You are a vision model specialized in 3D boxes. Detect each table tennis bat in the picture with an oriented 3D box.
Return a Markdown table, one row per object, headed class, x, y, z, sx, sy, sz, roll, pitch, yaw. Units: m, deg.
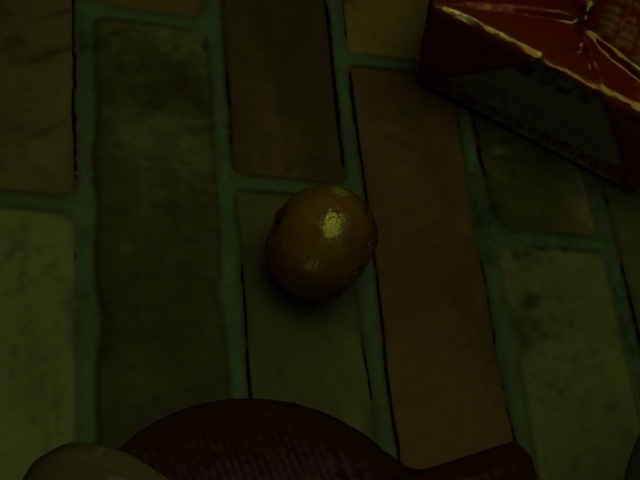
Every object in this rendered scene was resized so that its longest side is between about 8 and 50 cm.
| class | x | y | z | sx | sy | sz | roll | pitch | yaw |
| --- | --- | --- | --- | --- | --- | --- | --- | --- | --- |
| table tennis bat | -0.003 | 0.179 | 0.948 | 0.310 | 0.038 | 0.200 | -11 | 61 | -25 |

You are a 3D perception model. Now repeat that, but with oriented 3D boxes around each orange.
| class | x | y | z | sx | sy | sz | roll | pitch | yaw |
| --- | --- | --- | --- | --- | --- | --- | --- | --- | --- |
| orange | 0.000 | 0.000 | 1.047 | 0.070 | 0.083 | 0.083 | 36 | 52 | -7 |

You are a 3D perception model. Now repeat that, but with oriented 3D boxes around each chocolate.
| class | x | y | z | sx | sy | sz | roll | pitch | yaw |
| --- | --- | --- | --- | --- | --- | --- | --- | --- | --- |
| chocolate | 0.211 | -0.180 | 1.232 | 0.234 | 0.108 | 0.237 | 27 | 53 | -1 |

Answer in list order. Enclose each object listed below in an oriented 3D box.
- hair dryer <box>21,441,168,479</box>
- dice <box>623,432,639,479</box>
| class | x | y | z | sx | sy | sz | roll | pitch | yaw |
| --- | --- | --- | --- | --- | --- | --- | --- | --- | --- |
| hair dryer | -0.241 | 0.137 | 0.787 | 0.344 | 0.107 | 0.189 | 35 | 54 | -11 |
| dice | 0.348 | 0.204 | 0.913 | 0.262 | 0.265 | 0.268 | 3 | 57 | -17 |
